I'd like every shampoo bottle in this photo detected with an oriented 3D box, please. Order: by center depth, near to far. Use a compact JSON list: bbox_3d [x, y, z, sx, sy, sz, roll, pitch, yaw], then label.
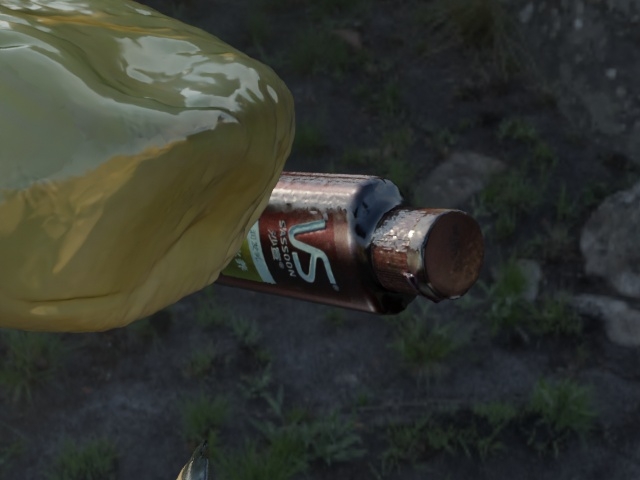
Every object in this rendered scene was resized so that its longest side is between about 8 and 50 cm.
[{"bbox_3d":[0.000,0.000,0.932,0.084,0.129,0.323,-23,20,-36],"label":"shampoo bottle"}]

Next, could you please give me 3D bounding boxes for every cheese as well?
[{"bbox_3d":[-0.129,-0.057,0.473,0.214,0.117,0.226,29,24,14],"label":"cheese"}]

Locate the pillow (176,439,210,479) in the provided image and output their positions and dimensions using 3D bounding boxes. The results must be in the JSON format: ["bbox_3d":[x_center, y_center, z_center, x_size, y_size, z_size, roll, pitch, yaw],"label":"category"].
[{"bbox_3d":[-0.067,0.186,0.369,0.033,0.130,0.217,10,54,5],"label":"pillow"}]
